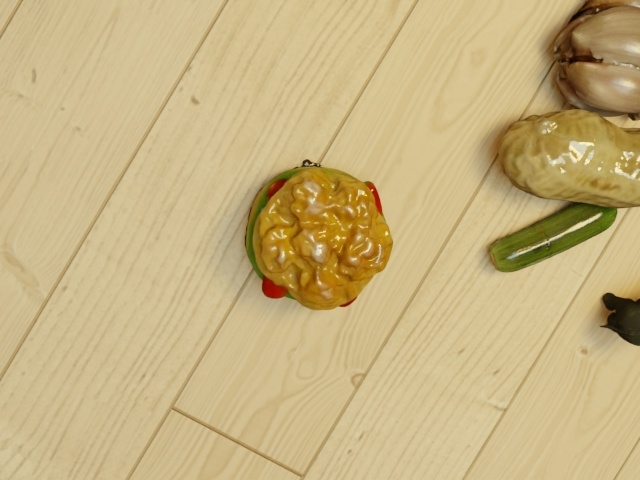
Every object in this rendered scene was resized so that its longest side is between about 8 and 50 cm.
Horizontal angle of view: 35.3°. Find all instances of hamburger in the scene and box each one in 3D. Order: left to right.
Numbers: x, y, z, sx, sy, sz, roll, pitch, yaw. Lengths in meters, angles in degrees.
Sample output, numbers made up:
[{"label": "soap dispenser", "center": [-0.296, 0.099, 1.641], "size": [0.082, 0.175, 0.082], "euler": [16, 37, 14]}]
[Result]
[{"label": "hamburger", "center": [0.000, 0.000, 1.519], "size": [0.237, 0.149, 0.237], "euler": [-2, 99, -13]}]

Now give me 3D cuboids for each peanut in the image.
[{"label": "peanut", "center": [0.440, -0.128, 1.579], "size": [0.325, 0.140, 0.153], "euler": [4, 124, 1]}]

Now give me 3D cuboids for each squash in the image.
[{"label": "squash", "center": [0.383, -0.011, 1.640], "size": [0.228, 0.066, 0.066], "euler": [-24, 103, -7]}]

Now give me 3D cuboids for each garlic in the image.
[{"label": "garlic", "center": [0.471, -0.296, 1.566], "size": [0.191, 0.160, 0.214], "euler": [15, 98, -18]}]

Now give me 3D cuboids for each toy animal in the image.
[{"label": "toy animal", "center": [0.583, 0.109, 1.656], "size": [0.245, 0.146, 0.115], "euler": [-32, 102, -6]}]
